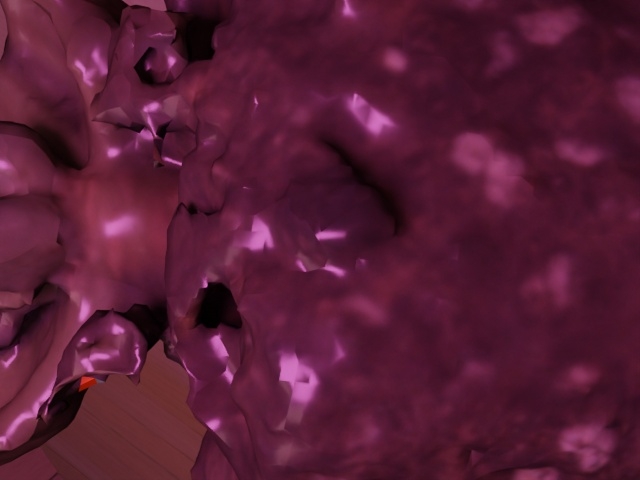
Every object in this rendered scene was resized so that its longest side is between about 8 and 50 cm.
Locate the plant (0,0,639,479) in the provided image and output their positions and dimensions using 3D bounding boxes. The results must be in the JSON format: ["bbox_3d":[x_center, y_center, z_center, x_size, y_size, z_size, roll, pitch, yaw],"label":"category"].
[{"bbox_3d":[0.000,0.000,0.608,0.312,0.215,0.213,10,154,-9],"label":"plant"}]
